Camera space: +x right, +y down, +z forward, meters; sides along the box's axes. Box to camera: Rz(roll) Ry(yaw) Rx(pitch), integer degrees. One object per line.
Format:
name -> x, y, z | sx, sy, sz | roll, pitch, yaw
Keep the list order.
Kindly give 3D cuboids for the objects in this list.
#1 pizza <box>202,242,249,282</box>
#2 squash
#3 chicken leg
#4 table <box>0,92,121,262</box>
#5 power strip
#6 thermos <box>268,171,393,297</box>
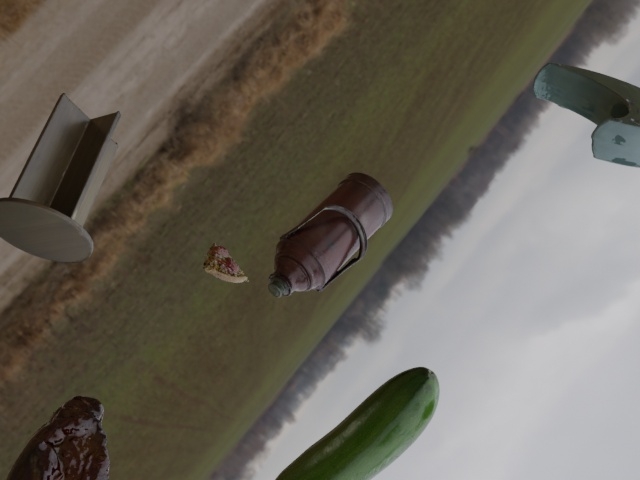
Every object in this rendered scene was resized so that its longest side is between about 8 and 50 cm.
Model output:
pizza -> -0.183, 0.045, 1.473 | 0.029, 0.100, 0.099 | -49, 170, 19
squash -> 0.045, 0.266, 1.008 | 0.292, 0.082, 0.082 | -45, 178, 21
chicken leg -> -0.295, 0.297, 0.755 | 0.177, 0.083, 0.323 | 0, -114, 62
table -> -0.399, -0.104, 1.246 | 0.167, 0.167, 0.227 | 121, -15, -59
power strip -> 0.371, -0.160, 1.004 | 0.253, 0.167, 0.054 | -96, -160, -61
thermos -> 0.002, 0.003, 1.162 | 0.232, 0.099, 0.124 | -45, -162, -32
